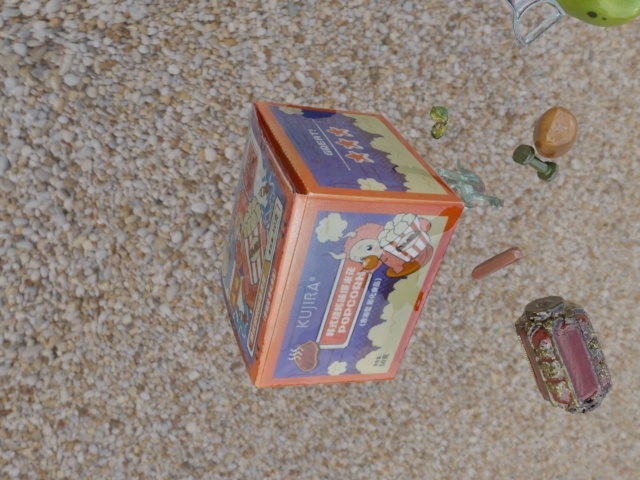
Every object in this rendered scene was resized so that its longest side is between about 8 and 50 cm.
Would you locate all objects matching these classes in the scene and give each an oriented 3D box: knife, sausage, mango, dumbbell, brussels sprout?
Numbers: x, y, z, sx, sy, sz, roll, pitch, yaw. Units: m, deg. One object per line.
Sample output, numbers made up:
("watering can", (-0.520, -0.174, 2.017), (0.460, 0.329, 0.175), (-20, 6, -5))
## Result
("knife", (0.388, -0.523, 1.348), (0.278, 0.053, 0.123), (30, 121, -34))
("sausage", (0.384, 0.050, 1.400), (0.035, 0.147, 0.030), (51, 50, 1))
("mango", (0.636, -0.608, 1.550), (0.293, 0.175, 0.143), (20, 109, 7))
("sausage", (0.495, -0.226, 1.353), (0.098, 0.098, 0.238), (-70, 162, 7))
("dumbbell", (0.471, -0.169, 1.401), (0.118, 0.052, 0.046), (23, 96, -34))
("brussels sprout", (0.301, -0.301, 1.632), (0.051, 0.046, 0.083), (-14, 117, -24))

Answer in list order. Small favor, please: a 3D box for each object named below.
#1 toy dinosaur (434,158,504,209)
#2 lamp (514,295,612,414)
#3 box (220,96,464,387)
("toy dinosaur", (0.343, -0.134, 1.471), (0.242, 0.167, 0.053), (-51, 151, -60))
("lamp", (0.571, 0.266, 1.508), (0.177, 0.177, 0.274), (-27, 97, -19))
("box", (0.000, 0.000, 1.035), (0.257, 0.318, 0.348), (3, 124, -21))
